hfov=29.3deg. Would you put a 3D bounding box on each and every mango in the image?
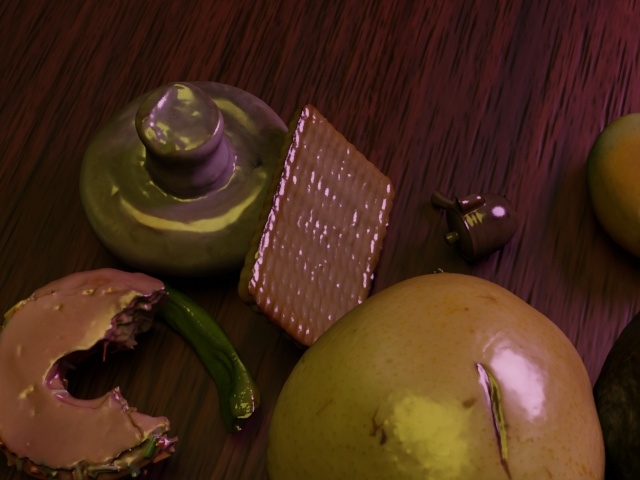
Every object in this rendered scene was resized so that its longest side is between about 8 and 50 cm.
[{"bbox_3d":[0.356,-0.059,1.333,0.130,0.092,0.194,-1,53,5],"label":"mango"}]

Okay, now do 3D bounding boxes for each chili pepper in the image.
[{"bbox_3d":[-0.116,0.116,1.277,0.052,0.050,0.201,-52,57,18],"label":"chili pepper"}]

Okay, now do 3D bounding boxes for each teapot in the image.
[{"bbox_3d":[0.162,-0.034,1.341,0.080,0.085,0.110,-21,39,-12],"label":"teapot"}]

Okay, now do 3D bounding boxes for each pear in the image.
[{"bbox_3d":[0.106,0.185,1.074,0.309,0.309,0.309,-2,57,3],"label":"pear"}]

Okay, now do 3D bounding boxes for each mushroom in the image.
[{"bbox_3d":[-0.140,-0.085,1.304,0.243,0.243,0.243,-2,57,3],"label":"mushroom"}]

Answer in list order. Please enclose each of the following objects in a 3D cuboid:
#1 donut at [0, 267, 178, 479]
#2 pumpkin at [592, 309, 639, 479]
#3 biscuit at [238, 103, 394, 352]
[{"bbox_3d":[-0.241,0.145,1.237,0.199,0.085,0.233,-8,62,6],"label":"donut"},{"bbox_3d":[0.381,0.157,1.126,0.256,0.225,0.303,17,54,9],"label":"pumpkin"},{"bbox_3d":[0.000,0.000,1.288,0.029,0.172,0.254,-14,48,38],"label":"biscuit"}]
